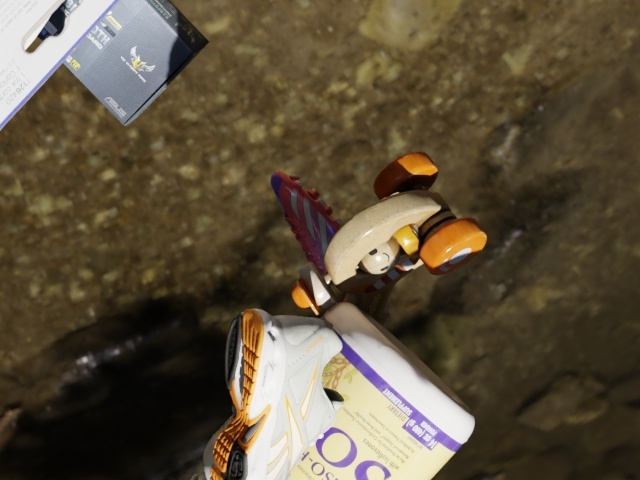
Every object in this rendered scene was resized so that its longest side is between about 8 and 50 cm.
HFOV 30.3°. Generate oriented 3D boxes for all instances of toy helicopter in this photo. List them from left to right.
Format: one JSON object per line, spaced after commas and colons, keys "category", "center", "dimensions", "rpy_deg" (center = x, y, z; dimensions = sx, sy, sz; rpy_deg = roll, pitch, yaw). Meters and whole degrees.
{"category": "toy helicopter", "center": [0.056, 0.054, 1.533], "dimensions": [0.235, 0.140, 0.355], "rpy_deg": [-25, 157, -20]}

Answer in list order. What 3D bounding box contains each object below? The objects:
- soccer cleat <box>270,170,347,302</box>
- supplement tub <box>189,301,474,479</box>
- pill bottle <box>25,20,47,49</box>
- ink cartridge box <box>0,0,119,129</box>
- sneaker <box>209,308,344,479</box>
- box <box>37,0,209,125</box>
{"category": "soccer cleat", "center": [0.000, 0.000, 1.793], "dimensions": [0.095, 0.083, 0.248], "rpy_deg": [-43, 108, 5]}
{"category": "supplement tub", "center": [0.005, 0.268, 1.488], "dimensions": [0.331, 0.241, 0.241], "rpy_deg": [-48, 147, 1]}
{"category": "pill bottle", "center": [-0.399, -0.311, 1.158], "dimensions": [0.301, 0.169, 0.169], "rpy_deg": [31, 120, -24]}
{"category": "ink cartridge box", "center": [-0.290, -0.270, 0.990], "dimensions": [0.304, 0.072, 0.307], "rpy_deg": [-52, 150, -18]}
{"category": "sneaker", "center": [-0.035, 0.197, 1.193], "dimensions": [0.121, 0.099, 0.262], "rpy_deg": [1, 109, -26]}
{"category": "box", "center": [-0.302, -0.308, 1.707], "dimensions": [0.183, 0.233, 0.059], "rpy_deg": [-38, -170, 34]}
